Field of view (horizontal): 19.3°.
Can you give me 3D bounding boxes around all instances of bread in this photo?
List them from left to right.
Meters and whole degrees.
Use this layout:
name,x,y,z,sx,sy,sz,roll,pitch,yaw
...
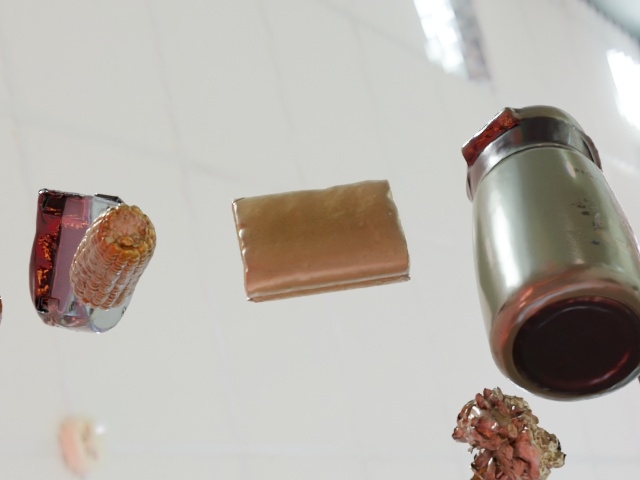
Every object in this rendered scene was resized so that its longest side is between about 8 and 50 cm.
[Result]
name,x,y,z,sx,sy,sz,roll,pitch,yaw
bread,0.000,0.001,2.008,0.060,0.178,0.139,87,174,-47

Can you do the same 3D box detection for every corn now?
name,x,y,z,sx,sy,sz,roll,pitch,yaw
corn,-0.196,0.017,1.760,0.207,0.068,0.068,127,133,-68

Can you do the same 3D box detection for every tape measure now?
name,x,y,z,sx,sy,sz,roll,pitch,yaw
tape measure,-0.296,0.027,2.385,0.181,0.107,0.182,-4,-79,-69

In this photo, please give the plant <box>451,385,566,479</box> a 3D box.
name,x,y,z,sx,sy,sz,roll,pitch,yaw
plant,0.159,0.199,1.701,0.104,0.122,0.116,36,178,13

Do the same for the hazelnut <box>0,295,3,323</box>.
name,x,y,z,sx,sy,sz,roll,pitch,yaw
hazelnut,-0.422,0.091,2.252,0.086,0.086,0.086,49,-149,-45

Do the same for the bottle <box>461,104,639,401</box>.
name,x,y,z,sx,sy,sz,roll,pitch,yaw
bottle,0.230,-0.005,1.878,0.168,0.168,0.347,57,-164,-34

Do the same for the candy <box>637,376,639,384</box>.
name,x,y,z,sx,sy,sz,roll,pitch,yaw
candy,0.362,0.127,2.147,0.097,0.097,0.323,-1,-110,-68
